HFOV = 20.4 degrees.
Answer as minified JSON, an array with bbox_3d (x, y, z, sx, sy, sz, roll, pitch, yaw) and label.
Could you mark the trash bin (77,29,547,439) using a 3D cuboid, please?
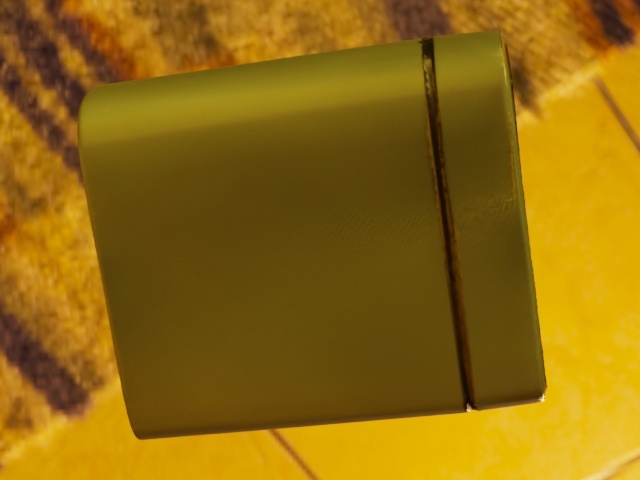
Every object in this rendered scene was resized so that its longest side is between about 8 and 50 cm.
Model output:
[{"bbox_3d":[0.000,0.000,0.553,0.130,0.059,0.116,-7,104,6],"label":"trash bin"}]
